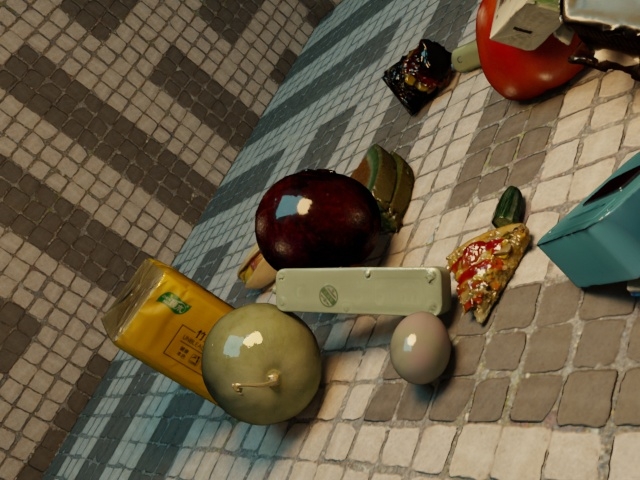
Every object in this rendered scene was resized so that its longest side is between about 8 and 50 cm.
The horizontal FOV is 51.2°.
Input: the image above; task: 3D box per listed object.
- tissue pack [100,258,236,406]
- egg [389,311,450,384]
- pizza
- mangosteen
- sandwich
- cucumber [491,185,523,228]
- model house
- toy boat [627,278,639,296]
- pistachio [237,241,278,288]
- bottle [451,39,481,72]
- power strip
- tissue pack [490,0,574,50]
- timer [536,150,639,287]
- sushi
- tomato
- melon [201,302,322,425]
[{"bbox_3d":[-0.315,0.236,1.657,0.228,0.382,0.293,-57,22,-8],"label":"tissue pack"},{"bbox_3d":[0.171,0.183,1.140,0.103,0.103,0.135,-34,25,38],"label":"egg"},{"bbox_3d":[0.281,0.057,1.179,0.188,0.062,0.198,-34,29,43],"label":"pizza"},{"bbox_3d":[-0.008,-0.017,1.504,0.297,0.297,0.293,-126,43,-68],"label":"mangosteen"},{"bbox_3d":[0.135,-0.128,1.694,0.212,0.109,0.292,-25,34,48],"label":"sandwich"},{"bbox_3d":[0.353,-0.061,1.241,0.048,0.048,0.105,-26,28,48],"label":"cucumber"},{"bbox_3d":[0.549,-0.398,1.072,0.317,0.283,0.297,23,93,37],"label":"model house"},{"bbox_3d":[0.503,-0.032,0.831,0.295,0.088,0.129,-46,22,16],"label":"toy boat"},{"bbox_3d":[-0.157,0.062,1.987,0.200,0.117,0.145,-54,-18,14],"label":"pistachio"},{"bbox_3d":[0.430,-0.495,1.732,0.072,0.072,0.201,-59,22,-17],"label":"bottle"},{"bbox_3d":[0.065,0.097,1.299,0.386,0.062,0.091,-2,88,33],"label":"power strip"},{"bbox_3d":[0.420,-0.481,1.216,0.159,0.145,0.229,138,145,-78],"label":"tissue pack"},{"bbox_3d":[0.446,-0.056,0.931,0.250,0.091,0.232,-44,-4,-7],"label":"timer"},{"bbox_3d":[0.295,-0.482,1.875,0.172,0.153,0.150,-37,-3,-15],"label":"sushi"},{"bbox_3d":[0.451,-0.453,1.417,0.298,0.226,0.298,-43,19,19],"label":"tomato"},{"bbox_3d":[-0.126,0.255,1.410,0.271,0.272,0.308,-53,39,-3],"label":"melon"}]
